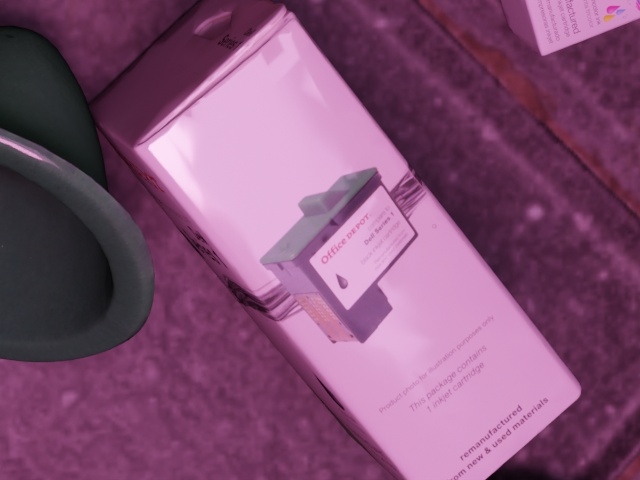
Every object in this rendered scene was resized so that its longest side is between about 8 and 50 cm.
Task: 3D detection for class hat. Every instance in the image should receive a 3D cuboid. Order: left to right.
[{"bbox_3d":[-0.137,-0.075,0.895,0.173,0.208,0.183,10,54,9],"label":"hat"}]

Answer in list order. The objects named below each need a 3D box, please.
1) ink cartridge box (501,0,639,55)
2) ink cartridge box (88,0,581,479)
[{"bbox_3d":[0.144,-0.157,0.947,0.122,0.052,0.088,-23,116,-6],"label":"ink cartridge box"},{"bbox_3d":[0.000,0.000,0.892,0.092,0.160,0.219,-41,107,-5],"label":"ink cartridge box"}]
